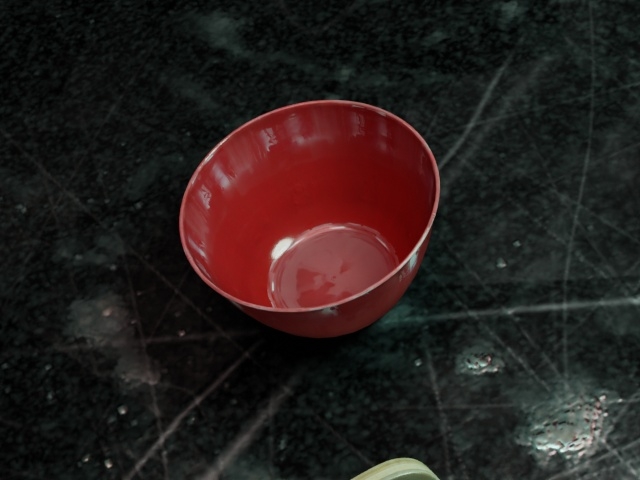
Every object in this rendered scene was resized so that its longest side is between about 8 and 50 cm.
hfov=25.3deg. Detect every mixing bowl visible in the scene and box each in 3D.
[{"bbox_3d":[0.000,0.000,1.003,0.181,0.098,0.181,-6,53,9],"label":"mixing bowl"}]

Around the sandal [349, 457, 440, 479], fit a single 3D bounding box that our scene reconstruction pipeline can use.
[{"bbox_3d":[-0.039,0.197,0.895,0.240,0.088,0.079,-23,20,-12],"label":"sandal"}]
